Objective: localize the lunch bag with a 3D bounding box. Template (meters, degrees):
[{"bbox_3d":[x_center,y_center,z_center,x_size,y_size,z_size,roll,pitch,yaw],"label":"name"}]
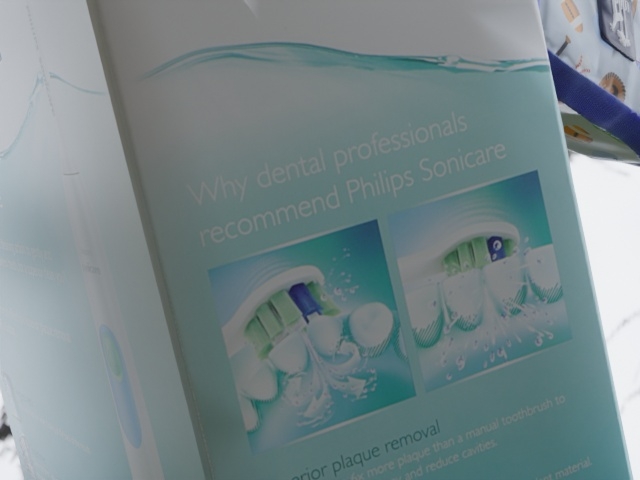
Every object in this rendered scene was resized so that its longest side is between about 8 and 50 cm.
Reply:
[{"bbox_3d":[0.239,-0.261,1.744,0.328,0.385,0.239,26,-69,-40],"label":"lunch bag"}]

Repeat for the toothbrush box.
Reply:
[{"bbox_3d":[-0.023,0.027,0.465,0.216,0.126,0.296,4,-70,64],"label":"toothbrush box"}]
